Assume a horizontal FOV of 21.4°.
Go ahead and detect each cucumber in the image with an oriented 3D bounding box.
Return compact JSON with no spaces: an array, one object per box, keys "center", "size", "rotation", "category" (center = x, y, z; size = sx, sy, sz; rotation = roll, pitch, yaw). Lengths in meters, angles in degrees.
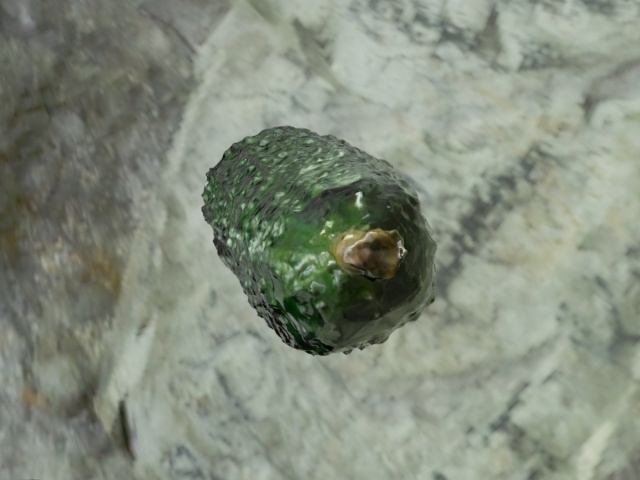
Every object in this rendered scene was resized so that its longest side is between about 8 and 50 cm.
[{"center":[0.000,0.000,0.551],"size":[0.067,0.293,0.067],"rotation":[-1,-84,-7],"category":"cucumber"}]
